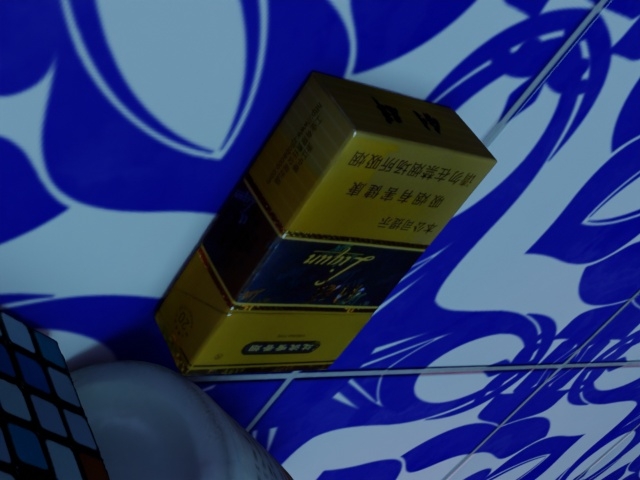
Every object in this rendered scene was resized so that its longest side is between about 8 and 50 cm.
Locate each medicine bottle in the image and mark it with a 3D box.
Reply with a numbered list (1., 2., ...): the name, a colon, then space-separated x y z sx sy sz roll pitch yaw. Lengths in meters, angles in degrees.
1. medicine bottle: -0.114 0.261 0.790 0.211 0.211 0.371 -31 148 -3

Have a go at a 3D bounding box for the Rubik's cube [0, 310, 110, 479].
1. Rubik's cube: -0.252 0.146 0.546 0.182 0.187 0.184 -35 145 5

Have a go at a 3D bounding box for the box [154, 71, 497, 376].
1. box: 0.000 0.000 0.680 0.152 0.070 0.237 6 129 -45
